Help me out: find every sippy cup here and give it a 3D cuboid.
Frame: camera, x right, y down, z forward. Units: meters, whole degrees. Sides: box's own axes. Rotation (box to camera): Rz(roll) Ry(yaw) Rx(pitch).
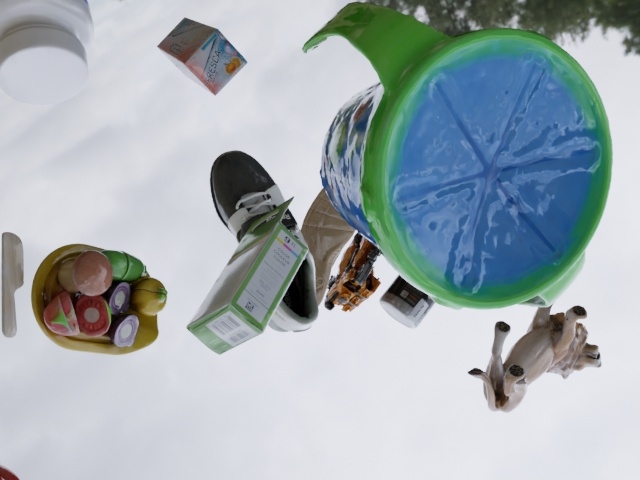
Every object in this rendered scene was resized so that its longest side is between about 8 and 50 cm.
[{"bbox_3d":[0.110,-0.072,0.652,0.240,0.305,0.224,-10,-167,-19],"label":"sippy cup"}]

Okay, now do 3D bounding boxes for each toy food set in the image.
[{"bbox_3d":[-0.255,0.064,0.784,0.071,0.218,0.128,-10,-107,34],"label":"toy food set"}]

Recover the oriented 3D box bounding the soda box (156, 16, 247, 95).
[{"bbox_3d":[-0.162,-0.249,0.899,0.063,0.058,0.183,-46,-147,-1],"label":"soda box"}]

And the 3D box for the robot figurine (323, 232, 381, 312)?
[{"bbox_3d":[0.106,0.054,1.645,0.211,0.085,0.291,-45,-166,45],"label":"robot figurine"}]

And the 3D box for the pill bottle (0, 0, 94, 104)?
[{"bbox_3d":[-0.393,-0.323,0.912,0.152,0.152,0.272,-26,-113,13],"label":"pill bottle"}]

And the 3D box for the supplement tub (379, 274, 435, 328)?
[{"bbox_3d":[0.244,0.113,1.674,0.190,0.117,0.117,-50,-148,-12],"label":"supplement tub"}]

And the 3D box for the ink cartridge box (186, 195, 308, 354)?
[{"bbox_3d":[-0.086,0.045,0.912,0.109,0.062,0.209,-31,-156,44],"label":"ink cartridge box"}]

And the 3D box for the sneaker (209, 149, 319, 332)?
[{"bbox_3d":[-0.077,-0.005,1.123,0.122,0.330,0.146,-25,-176,-20],"label":"sneaker"}]

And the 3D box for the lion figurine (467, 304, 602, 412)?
[{"bbox_3d":[0.418,0.244,1.358,0.392,0.240,0.142,-23,-134,-27],"label":"lion figurine"}]

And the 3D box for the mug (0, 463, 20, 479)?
[{"bbox_3d":[-0.561,0.447,1.154,0.150,0.113,0.169,-33,-122,-8],"label":"mug"}]

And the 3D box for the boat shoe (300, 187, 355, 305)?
[{"bbox_3d":[0.000,0.000,1.311,0.092,0.103,0.285,-114,-138,-73],"label":"boat shoe"}]
